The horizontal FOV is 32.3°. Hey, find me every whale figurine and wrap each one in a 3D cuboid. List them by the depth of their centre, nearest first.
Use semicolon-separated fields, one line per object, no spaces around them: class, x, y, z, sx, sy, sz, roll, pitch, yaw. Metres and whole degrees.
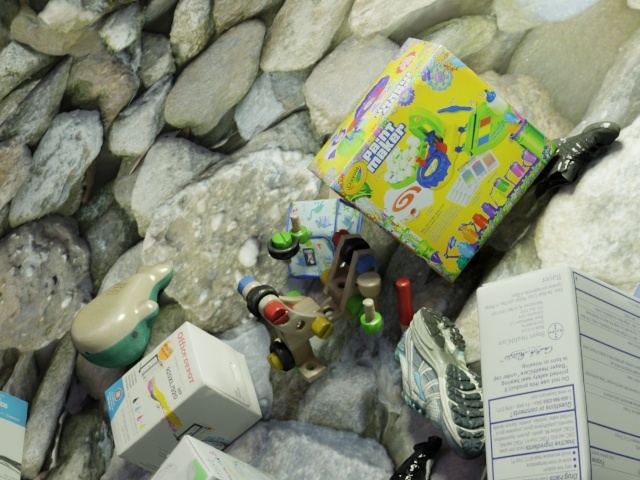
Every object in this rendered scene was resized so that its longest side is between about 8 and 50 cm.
whale figurine;-0.414;0.165;2.403;0.216;0.141;0.272;-6;35;41

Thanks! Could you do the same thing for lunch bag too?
lunch bag;0.000;0.000;2.129;0.128;0.096;0.151;-2;76;40

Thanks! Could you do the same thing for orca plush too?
orca plush;0.122;0.432;1.700;0.151;0.102;0.287;9;70;46

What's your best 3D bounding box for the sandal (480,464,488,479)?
sandal;0.268;0.386;1.629;0.097;0.054;0.255;2;65;44

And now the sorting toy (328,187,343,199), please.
sorting toy;0.050;-0.104;2.207;0.083;0.012;0.062;-21;46;38

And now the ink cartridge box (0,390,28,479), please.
ink cartridge box;-0.792;0.518;2.497;0.223;0.129;0.307;-28;47;27

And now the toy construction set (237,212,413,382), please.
toy construction set;0.026;0.139;1.968;0.308;0.237;0.257;15;43;30

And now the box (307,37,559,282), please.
box;0.186;-0.139;1.866;0.290;0.279;0.177;-51;20;3

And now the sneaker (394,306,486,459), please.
sneaker;0.195;0.247;1.780;0.122;0.110;0.283;-52;34;30

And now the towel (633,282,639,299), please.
towel;0.581;0.115;1.538;0.336;0.040;0.243;20;77;47

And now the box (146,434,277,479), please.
box;-0.208;0.495;1.876;0.262;0.231;0.127;-51;40;3

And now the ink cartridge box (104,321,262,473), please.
ink cartridge box;-0.261;0.308;2.102;0.232;0.168;0.171;-40;41;15

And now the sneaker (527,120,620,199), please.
sneaker;0.422;-0.133;1.843;0.170;0.051;0.089;-18;50;42

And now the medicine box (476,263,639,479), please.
medicine box;0.347;0.210;1.476;0.149;0.263;0.289;-18;62;40
